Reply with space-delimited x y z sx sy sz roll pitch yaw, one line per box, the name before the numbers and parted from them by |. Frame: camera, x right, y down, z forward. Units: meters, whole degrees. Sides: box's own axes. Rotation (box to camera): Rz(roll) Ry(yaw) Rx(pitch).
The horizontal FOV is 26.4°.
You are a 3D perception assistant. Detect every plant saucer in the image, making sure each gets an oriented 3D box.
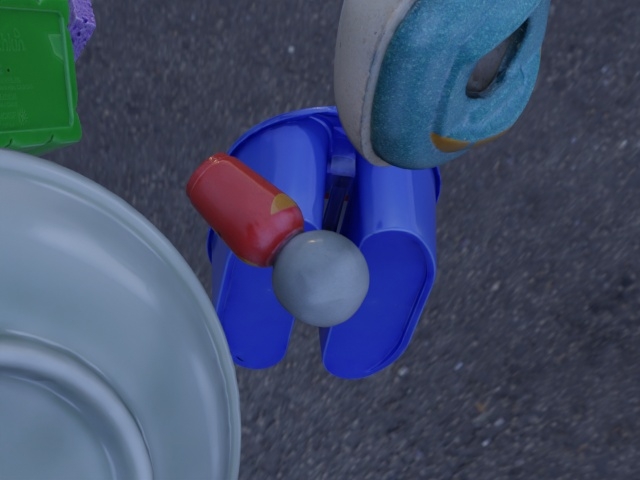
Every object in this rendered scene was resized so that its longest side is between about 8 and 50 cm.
plant saucer | -0.205 0.149 0.754 0.400 0.100 0.401 -8 105 -31

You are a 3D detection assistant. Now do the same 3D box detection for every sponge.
sponge | -0.333 -0.283 1.725 0.031 0.117 0.210 20 30 -31

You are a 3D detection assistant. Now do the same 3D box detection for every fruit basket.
fruit basket | -0.489 -0.149 1.470 0.392 0.392 0.283 -6 95 -10

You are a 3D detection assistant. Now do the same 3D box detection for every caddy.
caddy | 0.000 0.000 1.494 0.241 0.341 0.179 8 49 -8

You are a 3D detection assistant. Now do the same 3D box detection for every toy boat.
toy boat | 0.059 -0.086 0.978 0.148 0.267 0.318 42 78 18
